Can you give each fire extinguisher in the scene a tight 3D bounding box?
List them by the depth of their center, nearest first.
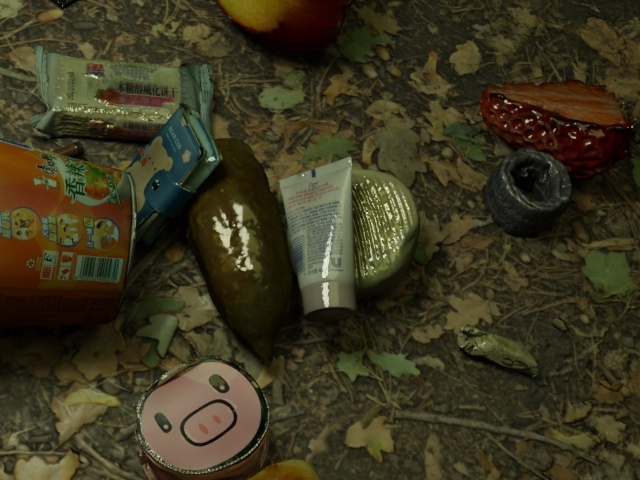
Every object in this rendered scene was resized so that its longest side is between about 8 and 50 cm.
[{"bbox_3d":[-0.432,-0.142,1.687,0.083,0.022,0.028,-26,104,-30],"label":"fire extinguisher"}]

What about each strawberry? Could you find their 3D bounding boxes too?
[{"bbox_3d":[0.456,-0.199,1.943,0.280,0.150,0.253,-4,30,-17],"label":"strawberry"}]

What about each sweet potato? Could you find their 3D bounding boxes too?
[{"bbox_3d":[-0.122,0.014,1.606,0.158,0.158,0.370,-9,60,-23],"label":"sweet potato"}]

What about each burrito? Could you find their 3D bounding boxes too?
[{"bbox_3d":[0.294,0.181,1.696,0.149,0.041,0.055,19,67,-9],"label":"burrito"}]

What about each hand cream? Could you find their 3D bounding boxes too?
[{"bbox_3d":[0.000,0.000,1.598,0.133,0.083,0.248,-13,69,25],"label":"hand cream"}]

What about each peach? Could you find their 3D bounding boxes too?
[{"bbox_3d":[-0.085,-0.511,1.896,0.338,0.281,0.281,33,53,-6],"label":"peach"}]

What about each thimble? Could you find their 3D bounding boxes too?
[{"bbox_3d":[0.377,-0.088,1.869,0.150,0.098,0.150,8,55,-12],"label":"thimble"}]

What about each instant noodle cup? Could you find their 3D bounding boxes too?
[{"bbox_3d":[-0.392,0.002,1.460,0.214,0.296,0.296,8,55,-23],"label":"instant noodle cup"}]

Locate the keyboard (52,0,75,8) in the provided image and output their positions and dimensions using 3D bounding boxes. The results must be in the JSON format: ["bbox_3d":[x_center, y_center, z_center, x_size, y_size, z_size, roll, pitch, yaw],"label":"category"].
[{"bbox_3d":[-0.532,-0.504,1.907,0.204,0.013,0.061,39,54,10],"label":"keyboard"}]

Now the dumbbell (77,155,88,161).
[{"bbox_3d":[-0.403,-0.096,1.638,0.147,0.069,0.069,-12,62,-25],"label":"dumbbell"}]

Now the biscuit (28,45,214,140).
[{"bbox_3d":[-0.334,-0.243,1.756,0.309,0.079,0.186,4,58,-14],"label":"biscuit"}]

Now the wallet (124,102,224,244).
[{"bbox_3d":[-0.247,-0.099,1.607,0.059,0.202,0.141,27,24,-45],"label":"wallet"}]

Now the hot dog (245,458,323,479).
[{"bbox_3d":[-0.130,0.455,1.280,0.405,0.185,0.223,-25,66,-30],"label":"hot dog"}]

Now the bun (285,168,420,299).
[{"bbox_3d":[0.055,-0.002,1.695,0.237,0.116,0.210,-27,74,-6],"label":"bun"}]

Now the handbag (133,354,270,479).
[{"bbox_3d":[-0.162,0.267,1.441,0.205,0.116,0.179,-33,71,-31],"label":"handbag"}]
